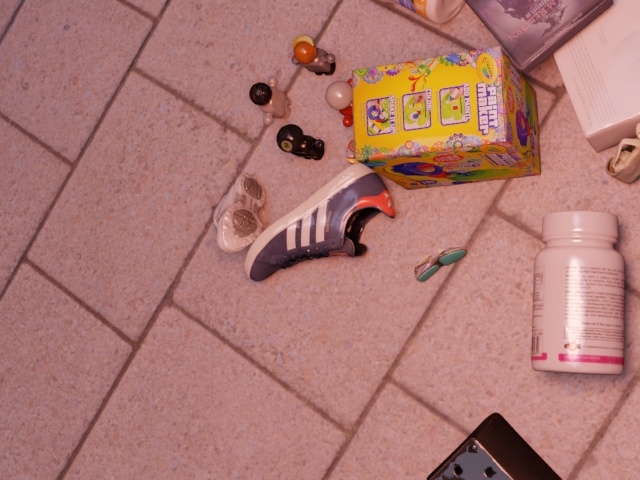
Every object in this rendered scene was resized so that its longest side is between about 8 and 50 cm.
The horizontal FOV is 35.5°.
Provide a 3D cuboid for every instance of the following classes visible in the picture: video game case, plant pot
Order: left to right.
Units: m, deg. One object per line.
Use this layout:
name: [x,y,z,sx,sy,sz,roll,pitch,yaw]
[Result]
plant pot: [0.297,0.441,1.808,0.188,0.167,0.187,-48,66,11]
video game case: [0.398,-0.451,1.870,0.196,0.026,0.274,-39,43,15]

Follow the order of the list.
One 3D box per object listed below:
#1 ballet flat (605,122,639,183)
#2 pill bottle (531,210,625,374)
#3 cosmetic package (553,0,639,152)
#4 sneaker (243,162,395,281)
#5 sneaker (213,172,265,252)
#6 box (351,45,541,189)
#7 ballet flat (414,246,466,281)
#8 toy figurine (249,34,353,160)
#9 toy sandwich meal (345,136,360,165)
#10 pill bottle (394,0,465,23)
ballet flat: [0.576,-0.174,1.772,0.068,0.213,0.072,20,55,-7]
pill bottle: [0.463,0.096,1.792,0.160,0.160,0.283,0,82,24]
cosmetic package: [0.562,-0.313,1.825,0.225,0.138,0.224,-21,73,19]
sneaker: [0.000,0.000,2.033,0.350,0.131,0.148,-40,72,17]
sneaker: [-0.183,-0.037,2.106,0.090,0.232,0.115,39,123,-17]
box: [0.241,-0.219,1.869,0.279,0.290,0.177,-6,79,24]
ballet flat: [0.232,0.037,1.973,0.114,0.041,0.041,-34,70,15]
toy figurine: [-0.029,-0.292,2.079,0.213,0.148,0.209,-39,69,14]
toy sandwich meal: [0.089,-0.186,2.075,0.086,0.029,0.085,-4,80,23]
pill bottle: [0.167,-0.563,2.032,0.272,0.152,0.152,34,96,25]
